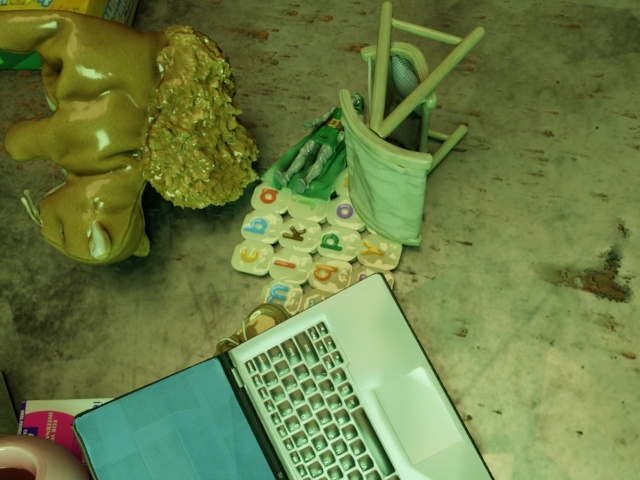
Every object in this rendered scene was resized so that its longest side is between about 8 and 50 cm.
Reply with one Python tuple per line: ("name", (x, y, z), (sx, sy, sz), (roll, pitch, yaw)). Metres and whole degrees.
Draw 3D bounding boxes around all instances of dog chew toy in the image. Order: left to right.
("dog chew toy", (-0.399, 0.416, 0.835), (0.207, 0.331, 0.206), (6, 33, -4))

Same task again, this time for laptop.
("laptop", (-0.009, 0.288, 0.795), (0.408, 0.236, 0.381), (-28, 81, -1))

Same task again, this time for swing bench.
("swing bench", (0.122, -0.166, 0.961), (0.165, 0.253, 0.254), (20, 67, 14))

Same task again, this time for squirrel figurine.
("squirrel figurine", (-0.303, -0.145, 1.026), (0.397, 0.281, 0.370), (-1, 87, 1))

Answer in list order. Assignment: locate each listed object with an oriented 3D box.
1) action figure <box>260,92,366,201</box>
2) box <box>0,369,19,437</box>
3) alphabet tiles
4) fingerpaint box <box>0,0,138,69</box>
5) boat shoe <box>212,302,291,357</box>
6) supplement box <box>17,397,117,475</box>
("action figure", (0.011, -0.175, 1.095), (0.137, 0.063, 0.232), (22, 60, 24))
("box", (-0.560, 0.317, 0.977), (0.127, 0.148, 0.232), (-31, 66, -1))
("alphabet tiles", (0.000, 0.000, 1.063), (0.278, 0.021, 0.284), (11, 72, 14))
("fingerpaint box", (-0.567, -0.588, 1.319), (0.371, 0.163, 0.444), (4, 70, 12))
("boat shoe", (-0.130, 0.223, 0.960), (0.105, 0.089, 0.285), (21, 77, 19))
("supplement box", (-0.333, 0.302, 0.961), (0.220, 0.114, 0.111), (-4, 68, 7))
